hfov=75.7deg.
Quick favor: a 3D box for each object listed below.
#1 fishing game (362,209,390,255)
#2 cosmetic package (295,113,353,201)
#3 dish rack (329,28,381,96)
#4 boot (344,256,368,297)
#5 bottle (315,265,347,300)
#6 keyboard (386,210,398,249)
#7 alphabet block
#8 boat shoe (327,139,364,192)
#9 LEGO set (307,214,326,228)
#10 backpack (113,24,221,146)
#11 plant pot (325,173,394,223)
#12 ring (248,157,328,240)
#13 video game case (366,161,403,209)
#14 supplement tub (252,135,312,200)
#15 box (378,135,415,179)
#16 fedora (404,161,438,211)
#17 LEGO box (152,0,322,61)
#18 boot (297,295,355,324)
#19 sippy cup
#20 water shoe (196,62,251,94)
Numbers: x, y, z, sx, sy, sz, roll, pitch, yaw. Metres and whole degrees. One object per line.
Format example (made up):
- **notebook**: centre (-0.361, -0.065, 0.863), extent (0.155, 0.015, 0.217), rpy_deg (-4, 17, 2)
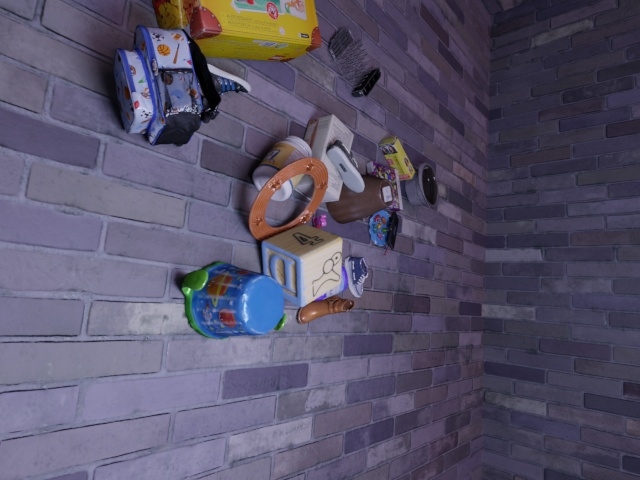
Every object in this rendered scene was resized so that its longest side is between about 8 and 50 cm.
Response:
- **fishing game**: centre (0.292, -0.066, 1.956), extent (0.264, 0.041, 0.189), rpy_deg (56, 50, -32)
- **cosmetic package**: centre (0.011, -0.310, 1.581), extent (0.153, 0.129, 0.295), rpy_deg (34, 62, -44)
- **dish rack**: centre (0.149, -0.784, 1.806), extent (0.271, 0.074, 0.208), rpy_deg (54, 50, -32)
- **boot**: centre (0.165, 0.159, 1.762), extent (0.069, 0.086, 0.189), rpy_deg (-34, 113, -44)
- **bottle**: centre (-0.011, 0.167, 1.554), extent (0.283, 0.092, 0.118), rpy_deg (-11, 97, -49)
- **keyboard**: centre (0.346, -0.056, 1.989), extent (0.108, 0.023, 0.180), rpy_deg (56, 42, -51)
- **alphabet block**: centre (-0.060, 0.077, 1.385), extent (0.197, 0.194, 0.192), rpy_deg (-25, 127, -42)
- **boat shoe**: centre (0.108, -0.275, 1.534), extent (0.219, 0.078, 0.070), rpy_deg (53, 52, -33)
- **LEGO set**: centre (0.000, 0.000, 1.529), extent (0.087, 0.093, 0.227), rpy_deg (-5, 69, -34)
- **backpack**: centre (-0.403, -0.390, 1.037), extent (0.213, 0.277, 0.263), rpy_deg (-4, 88, -36)
- **plant pot**: centre (0.176, -0.182, 1.684), extent (0.216, 0.231, 0.215), rpy_deg (3, 86, -49)
- **ring**: centre (-0.093, -0.123, 1.367), extent (0.337, 0.032, 0.336), rpy_deg (-36, 152, -23)
- **video game case**: centre (0.308, -0.253, 1.966), extent (0.232, 0.042, 0.210), rpy_deg (4, 76, -48)
- **supplement tub**: centre (-0.126, -0.249, 1.408), extent (0.144, 0.145, 0.199), rpy_deg (53, 51, -33)
- **box**: centre (0.380, -0.404, 2.041), extent (0.232, 0.088, 0.058), rpy_deg (52, 54, -35)
- **fedora**: centre (0.525, -0.275, 2.167), extent (0.244, 0.125, 0.275), rpy_deg (28, 59, -47)
- **LEGO box**: centre (-0.251, -0.773, 1.257), extent (0.500, 0.193, 0.371), rpy_deg (-22, 105, -47)
- **boot**: centre (0.023, 0.257, 1.542), extent (0.197, 0.153, 0.072), rpy_deg (-30, 110, -45)
- **sippy cup**: centre (-0.233, 0.181, 1.202), extent (0.306, 0.224, 0.239), rpy_deg (-12, 97, -49)
- **water shoe**: centre (-0.313, -0.485, 1.281), extent (0.203, 0.073, 0.080), rpy_deg (9, 103, -44)
